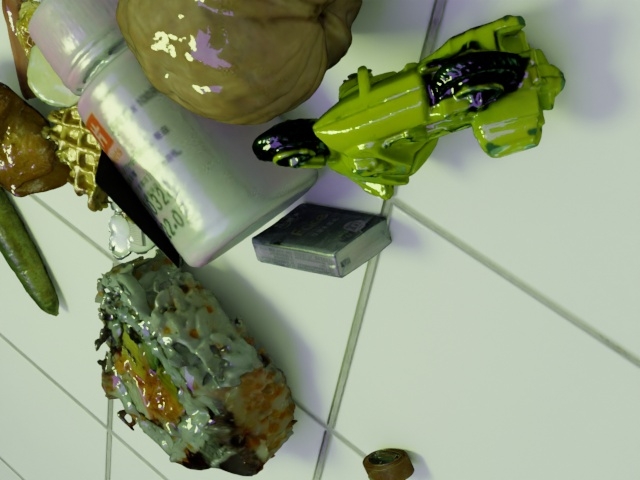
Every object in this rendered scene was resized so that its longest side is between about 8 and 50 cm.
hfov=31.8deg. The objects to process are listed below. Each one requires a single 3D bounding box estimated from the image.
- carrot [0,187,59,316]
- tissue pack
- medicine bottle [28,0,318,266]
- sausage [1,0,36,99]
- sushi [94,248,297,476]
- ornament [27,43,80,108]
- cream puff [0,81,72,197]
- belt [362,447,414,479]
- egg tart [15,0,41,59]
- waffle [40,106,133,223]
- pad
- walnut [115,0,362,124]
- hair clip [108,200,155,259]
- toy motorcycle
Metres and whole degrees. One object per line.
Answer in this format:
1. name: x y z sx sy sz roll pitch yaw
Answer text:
1. carrot: -0.594 -0.008 2.138 0.074 0.074 0.358 -14 108 50
2. tissue pack: 0.000 0.000 1.495 0.156 0.112 0.051 9 123 42
3. medicine bottle: -0.196 -0.175 1.483 0.388 0.219 0.219 53 142 0
4. sausage: -0.483 -0.314 1.822 0.043 0.043 0.186 23 133 33
5. sushi: -0.221 0.199 1.826 0.417 0.176 0.417 35 144 30
6. ornament: -0.325 -0.271 1.645 0.201 0.059 0.180 17 98 20
7. cream puff: -0.539 -0.180 1.862 0.269 0.155 0.241 12 151 47
8. belt: 0.099 0.339 1.685 0.083 0.059 0.036 -7 112 49
9. egg tart: -0.420 -0.315 1.746 0.130 0.052 0.130 27 133 32
10. waffle: -0.310 -0.144 1.714 0.231 0.051 0.228 -34 86 32
11. pad: -0.244 -0.069 1.538 0.004 0.243 0.163 -37 113 11
12. walnut: -0.088 -0.280 1.253 0.285 0.285 0.296 24 94 32
13. hair clip: -0.308 -0.043 1.824 0.116 0.049 0.172 12 122 34
14. toy motorcycle: 0.102 -0.133 1.249 0.342 0.206 0.142 -17 85 36
